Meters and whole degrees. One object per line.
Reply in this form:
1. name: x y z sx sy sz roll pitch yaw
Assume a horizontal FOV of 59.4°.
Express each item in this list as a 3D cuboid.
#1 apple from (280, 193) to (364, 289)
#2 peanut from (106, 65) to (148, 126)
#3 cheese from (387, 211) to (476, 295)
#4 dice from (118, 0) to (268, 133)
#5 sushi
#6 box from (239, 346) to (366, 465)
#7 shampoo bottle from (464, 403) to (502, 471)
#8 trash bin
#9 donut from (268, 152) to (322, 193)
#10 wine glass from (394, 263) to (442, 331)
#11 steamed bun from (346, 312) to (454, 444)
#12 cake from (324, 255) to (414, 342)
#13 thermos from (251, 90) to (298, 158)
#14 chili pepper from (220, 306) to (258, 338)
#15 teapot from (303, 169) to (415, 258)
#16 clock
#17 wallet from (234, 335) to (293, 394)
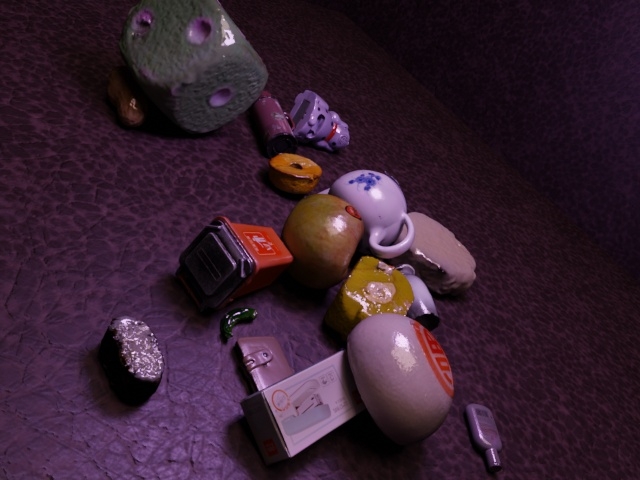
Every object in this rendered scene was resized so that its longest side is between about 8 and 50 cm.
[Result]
1. apple: 0.000 0.000 1.441 0.193 0.261 0.261 24 32 3
2. peanut: -0.560 -0.416 1.629 0.226 0.108 0.095 63 3 28
3. cheese: 0.349 0.043 1.815 0.326 0.115 0.318 -2 47 -41
4. dice: -0.373 -0.538 1.663 0.330 0.318 0.322 56 7 16
5. sushi: -0.337 0.212 1.010 0.090 0.078 0.150 0 44 -50
6. box: -0.022 0.320 1.113 0.269 0.079 0.135 -12 74 -50
7. shampoo bottle: 0.399 0.474 1.352 0.079 0.040 0.165 23 34 -19
8. trash bin: -0.189 0.054 1.285 0.161 0.184 0.238 52 22 16
9. donut: -0.085 -0.209 1.777 0.174 0.075 0.190 12 27 -5
10. wine glass: 0.253 0.163 1.567 0.111 0.111 0.204 15 34 -28
11. steamed bun: 0.184 0.280 1.201 0.283 0.177 0.283 56 13 -20
12. cake: 0.130 0.163 1.431 0.179 0.156 0.260 30 33 6
13. thermos: -0.162 -0.424 1.966 0.136 0.110 0.330 -17 49 -7
14. chili pepper: -0.186 0.173 1.238 0.055 0.035 0.118 24 25 17
15. teapot: 0.106 -0.065 1.647 0.280 0.252 0.424 -33 42 -19
16. clock: 0.007 -0.423 2.096 0.253 0.189 0.189 22 32 -42
17. wallet: -0.112 0.266 1.179 0.117 0.039 0.153 5 43 -41
